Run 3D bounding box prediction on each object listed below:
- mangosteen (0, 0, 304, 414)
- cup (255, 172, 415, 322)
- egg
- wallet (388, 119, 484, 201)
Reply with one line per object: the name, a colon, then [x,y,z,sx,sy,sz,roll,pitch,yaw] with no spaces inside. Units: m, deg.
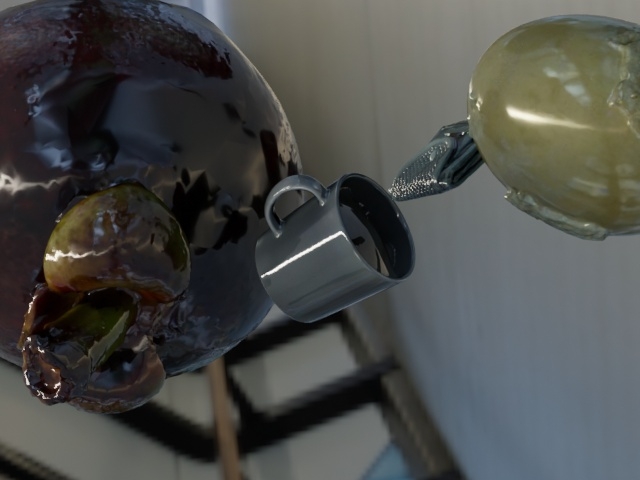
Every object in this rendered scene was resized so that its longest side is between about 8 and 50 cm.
mangosteen: [-0.148,-0.031,1.197,0.293,0.297,0.297,-165,68,-66]
cup: [0.000,0.000,1.087,0.100,0.077,0.078,45,-146,-24]
egg: [0.203,-0.086,1.237,0.164,0.201,0.164,-160,90,-79]
wallet: [0.102,-0.069,1.386,0.026,0.088,0.129,47,164,-12]
